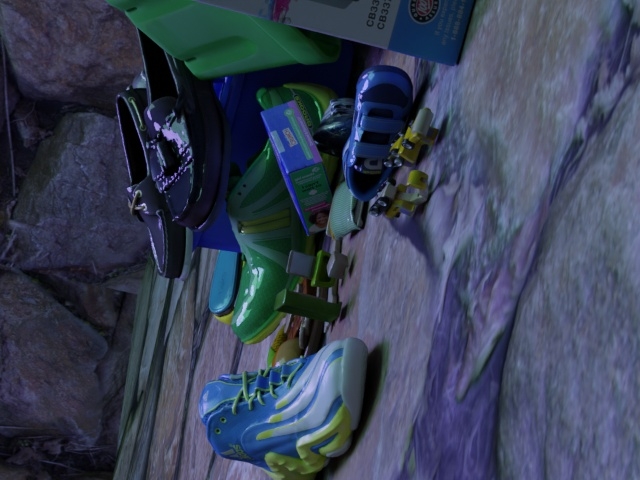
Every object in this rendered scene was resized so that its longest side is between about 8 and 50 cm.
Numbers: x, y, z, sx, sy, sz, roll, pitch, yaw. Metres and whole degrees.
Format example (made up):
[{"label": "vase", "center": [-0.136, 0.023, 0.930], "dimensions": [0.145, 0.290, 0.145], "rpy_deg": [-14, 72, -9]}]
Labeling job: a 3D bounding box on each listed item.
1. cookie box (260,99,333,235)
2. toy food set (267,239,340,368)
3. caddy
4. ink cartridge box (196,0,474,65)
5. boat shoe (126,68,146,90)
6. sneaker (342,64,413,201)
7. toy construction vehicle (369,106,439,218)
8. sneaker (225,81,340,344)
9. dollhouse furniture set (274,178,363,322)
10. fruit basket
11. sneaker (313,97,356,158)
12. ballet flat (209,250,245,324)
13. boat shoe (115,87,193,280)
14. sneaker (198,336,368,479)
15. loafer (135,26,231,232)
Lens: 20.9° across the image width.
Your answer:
[{"label": "cookie box", "center": [-0.019, -0.073, 1.761], "dimensions": [0.107, 0.040, 0.092], "rpy_deg": [71, 177, -53]}, {"label": "toy food set", "center": [-0.025, 0.089, 1.791], "dimensions": [0.192, 0.038, 0.132], "rpy_deg": [113, 167, -47]}, {"label": "caddy", "center": [-0.085, -0.140, 2.040], "dimensions": [0.241, 0.179, 0.341], "rpy_deg": [-98, 22, -68]}, {"label": "ink cartridge box", "center": [-0.005, -0.282, 1.462], "dimensions": [0.197, 0.270, 0.198], "rpy_deg": [-116, 39, -75]}, {"label": "boat shoe", "center": [-0.129, -0.210, 2.229], "dimensions": [0.305, 0.109, 0.091], "rpy_deg": [-10, -47, -53]}, {"label": "sneaker", "center": [0.052, -0.095, 1.554], "dimensions": [0.144, 0.053, 0.059], "rpy_deg": [100, 176, -47]}, {"label": "toy construction vehicle", "center": [0.075, -0.061, 1.437], "dimensions": [0.098, 0.035, 0.086], "rpy_deg": [128, 164, -64]}, {"label": "sneaker", "center": [-0.060, -0.033, 1.906], "dimensions": [0.109, 0.123, 0.296], "rpy_deg": [-126, 48, -77]}, {"label": "dollhouse furniture set", "center": [0.000, 0.000, 1.679], "dimensions": [0.076, 0.058, 0.152], "rpy_deg": [147, 137, -70]}, {"label": "fruit basket", "center": [-0.043, -0.394, 1.809], "dimensions": [0.392, 0.283, 0.392], "rpy_deg": [-26, 44, 29]}, {"label": "sneaker", "center": [0.020, -0.122, 1.780], "dimensions": [0.135, 0.052, 0.058], "rpy_deg": [165, 121, -79]}, {"label": "ballet flat", "center": [-0.091, 0.001, 2.202], "dimensions": [0.077, 0.077, 0.231], "rpy_deg": [-16, 61, 46]}, {"label": "boat shoe", "center": [-0.192, -0.064, 1.988], "dimensions": [0.081, 0.068, 0.228], "rpy_deg": [152, 113, -64]}, {"label": "sneaker", "center": [-0.040, 0.150, 1.526], "dimensions": [0.240, 0.126, 0.091], "rpy_deg": [115, 164, -55]}, {"label": "loafer", "center": [-0.164, -0.147, 1.903], "dimensions": [0.109, 0.095, 0.303], "rpy_deg": [-40, 45, 43]}]
